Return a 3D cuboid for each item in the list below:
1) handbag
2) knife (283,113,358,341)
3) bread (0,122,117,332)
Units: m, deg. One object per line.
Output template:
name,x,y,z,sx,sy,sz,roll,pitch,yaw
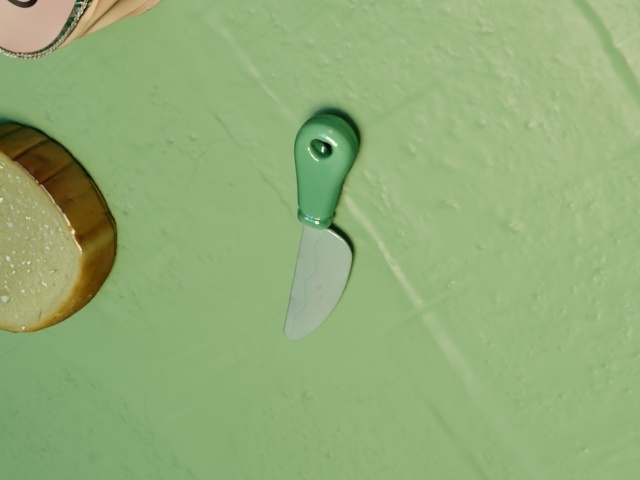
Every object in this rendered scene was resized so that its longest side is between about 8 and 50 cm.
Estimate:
handbag,-0.221,-0.260,0.995,0.179,0.116,0.205,34,129,10
knife,0.002,0.000,1.079,0.063,0.034,0.260,16,130,13
bread,-0.322,-0.012,1.224,0.236,0.070,0.236,13,121,22
